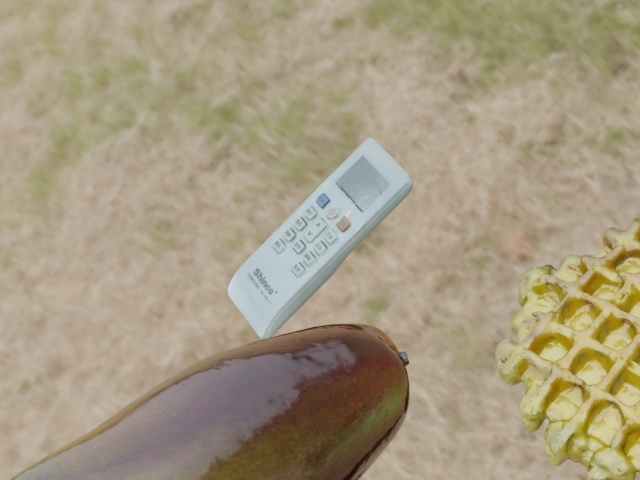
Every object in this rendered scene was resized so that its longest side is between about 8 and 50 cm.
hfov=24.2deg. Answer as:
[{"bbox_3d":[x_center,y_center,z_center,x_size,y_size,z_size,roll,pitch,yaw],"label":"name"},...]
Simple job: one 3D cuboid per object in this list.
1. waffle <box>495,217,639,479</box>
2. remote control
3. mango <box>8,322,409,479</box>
[{"bbox_3d":[0.269,0.088,1.191,0.249,0.056,0.253,-19,46,-3],"label":"waffle"},{"bbox_3d":[0.000,0.000,1.105,0.162,0.029,0.061,-45,49,6],"label":"remote control"},{"bbox_3d":[-0.059,0.122,0.810,0.267,0.111,0.133,-22,11,-37],"label":"mango"}]
